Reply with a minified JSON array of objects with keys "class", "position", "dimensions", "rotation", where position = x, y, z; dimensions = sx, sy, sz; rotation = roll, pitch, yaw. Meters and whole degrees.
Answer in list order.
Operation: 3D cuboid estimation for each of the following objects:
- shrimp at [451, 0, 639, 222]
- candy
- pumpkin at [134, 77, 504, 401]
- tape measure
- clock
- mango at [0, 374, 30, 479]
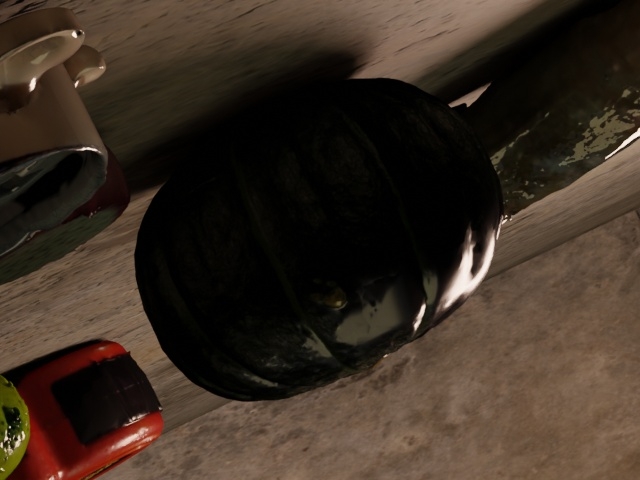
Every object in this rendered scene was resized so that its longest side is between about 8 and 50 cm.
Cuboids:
[{"class":"shrimp","position":[0.176,-0.098,1.304],"dimensions":[0.445,0.110,0.221],"rotation":[-34,180,20]},{"class":"candy","position":[-0.144,-0.012,0.883],"dimensions":[0.103,0.043,0.103],"rotation":[-27,173,-4]},{"class":"pumpkin","position":[0.000,0.000,1.046],"dimensions":[0.220,0.162,0.220],"rotation":[-24,177,-1]},{"class":"tape measure","position":[-0.274,0.190,1.637],"dimensions":[0.260,0.114,0.253],"rotation":[-25,174,-46]},{"class":"clock","position":[-0.158,-0.019,0.699],"dimensions":[0.229,0.063,0.155],"rotation":[-31,171,40]},{"class":"mango","position":[-0.305,0.163,1.365],"dimensions":[0.178,0.100,0.119],"rotation":[-17,179,7]}]
